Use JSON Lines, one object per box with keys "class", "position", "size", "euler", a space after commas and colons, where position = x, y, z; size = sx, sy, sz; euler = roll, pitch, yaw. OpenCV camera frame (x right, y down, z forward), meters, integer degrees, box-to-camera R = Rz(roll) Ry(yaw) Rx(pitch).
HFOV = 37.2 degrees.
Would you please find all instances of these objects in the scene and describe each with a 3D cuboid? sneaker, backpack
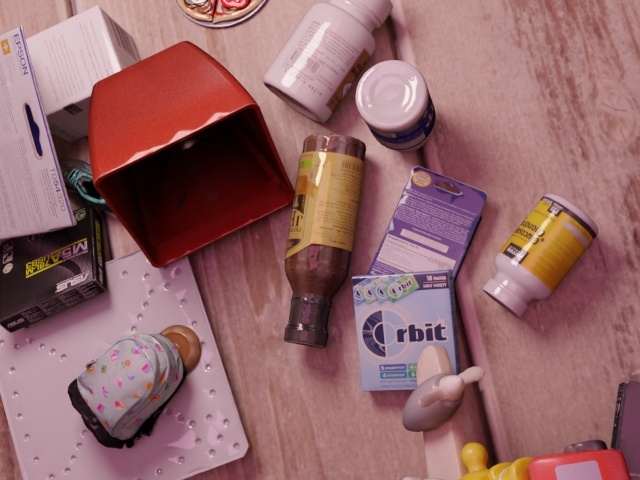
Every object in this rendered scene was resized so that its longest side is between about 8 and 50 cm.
{"class": "sneaker", "position": [-0.411, -0.103, 1.677], "size": [0.166, 0.076, 0.065], "euler": [29, 87, 16]}
{"class": "backpack", "position": [-0.304, 0.230, 1.517], "size": [0.182, 0.115, 0.152], "euler": [-42, 78, 11]}

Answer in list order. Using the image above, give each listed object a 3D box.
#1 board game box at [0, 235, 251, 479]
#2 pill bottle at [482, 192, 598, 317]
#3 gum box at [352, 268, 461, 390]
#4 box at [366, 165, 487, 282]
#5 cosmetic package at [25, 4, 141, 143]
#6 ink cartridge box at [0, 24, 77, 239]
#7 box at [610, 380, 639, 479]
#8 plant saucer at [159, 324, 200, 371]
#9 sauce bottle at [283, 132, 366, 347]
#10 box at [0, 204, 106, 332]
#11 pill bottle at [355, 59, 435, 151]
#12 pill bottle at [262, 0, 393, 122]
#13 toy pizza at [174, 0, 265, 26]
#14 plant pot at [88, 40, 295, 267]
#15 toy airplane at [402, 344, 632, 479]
{"class": "board game box", "position": [-0.349, 0.240, 1.617], "size": [0.390, 0.050, 0.390], "euler": [-22, 76, 8]}
{"class": "pill bottle", "position": [0.336, 0.026, 1.475], "size": [0.103, 0.103, 0.184], "euler": [38, 89, 16]}
{"class": "gum box", "position": [0.136, 0.143, 1.504], "size": [0.157, 0.041, 0.184], "euler": [-4, 92, 18]}
{"class": "box", "position": [0.171, 0.005, 1.549], "size": [0.136, 0.036, 0.225], "euler": [23, 88, 15]}
{"class": "cosmetic package", "position": [-0.418, -0.287, 1.672], "size": [0.184, 0.151, 0.151], "euler": [-24, 77, 8]}
{"class": "ink cartridge box", "position": [-0.522, -0.167, 1.594], "size": [0.330, 0.071, 0.324], "euler": [-6, 100, 40]}
{"class": "box", "position": [0.497, 0.347, 1.361], "size": [0.165, 0.143, 0.270], "euler": [8, 83, 16]}
{"class": "plant saucer", "position": [-0.239, 0.180, 1.569], "size": [0.083, 0.015, 0.083], "euler": [-2, 80, 12]}
{"class": "sauce bottle", "position": [0.000, 0.000, 1.550], "size": [0.111, 0.111, 0.344], "euler": [6, 80, 13]}
{"class": "box", "position": [-0.465, 0.046, 1.641], "size": [0.191, 0.045, 0.184], "euler": [-22, 46, 8]}
{"class": "pill bottle", "position": [0.126, -0.205, 1.518], "size": [0.112, 0.187, 0.112], "euler": [-2, 80, 12]}
{"class": "pill bottle", "position": [0.017, -0.324, 1.593], "size": [0.131, 0.131, 0.229], "euler": [34, 89, 16]}
{"class": "toy pizza", "position": [-0.180, -0.483, 1.716], "size": [0.201, 0.032, 0.201], "euler": [-2, 80, 12]}
{"class": "plant pot", "position": [-0.230, -0.161, 1.548], "size": [0.267, 0.267, 0.235], "euler": [-27, 57, -3]}
{"class": "toy airplane", "position": [0.194, 0.379, 1.312], "size": [0.386, 0.272, 0.384], "euler": [31, 99, 46]}
